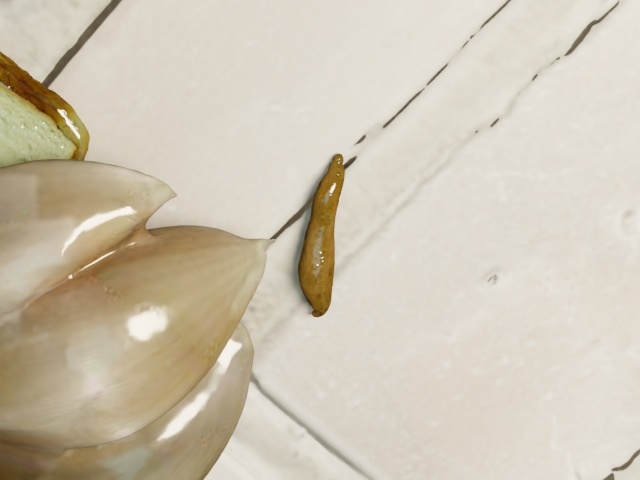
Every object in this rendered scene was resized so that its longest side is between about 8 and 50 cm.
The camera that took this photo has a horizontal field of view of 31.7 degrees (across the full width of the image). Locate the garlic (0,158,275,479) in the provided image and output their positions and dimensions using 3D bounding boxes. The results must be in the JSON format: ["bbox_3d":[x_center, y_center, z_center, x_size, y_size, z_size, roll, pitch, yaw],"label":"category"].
[{"bbox_3d":[-0.183,0.088,0.729,0.325,0.132,0.279,-5,127,15],"label":"garlic"}]

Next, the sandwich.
[{"bbox_3d":[-0.204,-0.066,0.720,0.105,0.035,0.093,33,111,-8],"label":"sandwich"}]

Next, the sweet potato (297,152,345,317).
[{"bbox_3d":[0.000,0.000,0.728,0.026,0.026,0.115,9,113,3],"label":"sweet potato"}]
